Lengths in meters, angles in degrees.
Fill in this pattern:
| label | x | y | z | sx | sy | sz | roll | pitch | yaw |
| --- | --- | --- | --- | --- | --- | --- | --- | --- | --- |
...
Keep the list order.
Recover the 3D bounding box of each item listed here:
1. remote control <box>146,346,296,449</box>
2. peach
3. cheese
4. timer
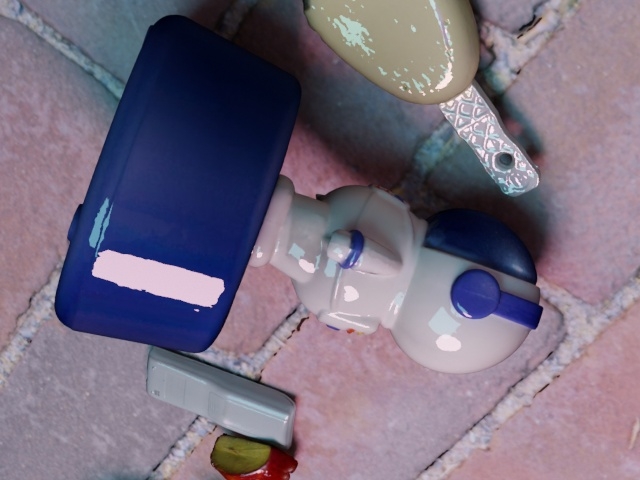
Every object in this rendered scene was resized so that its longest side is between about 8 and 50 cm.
| label | x | y | z | sx | sy | sz | roll | pitch | yaw |
| --- | --- | --- | --- | --- | --- | --- | --- | --- | --- |
| remote control | -0.101 | 0.158 | 1.630 | 0.162 | 0.029 | 0.061 | 18 | 127 | 14 |
| peach | -0.070 | 0.223 | 1.632 | 0.083 | 0.050 | 0.077 | 27 | 163 | -1 |
| cheese | 0.092 | -0.136 | 1.304 | 0.127 | 0.054 | 0.251 | -26 | 109 | 38 |
| timer | 0.000 | 0.000 | 1.354 | 0.384 | 0.270 | 0.270 | 19 | 131 | -6 |
